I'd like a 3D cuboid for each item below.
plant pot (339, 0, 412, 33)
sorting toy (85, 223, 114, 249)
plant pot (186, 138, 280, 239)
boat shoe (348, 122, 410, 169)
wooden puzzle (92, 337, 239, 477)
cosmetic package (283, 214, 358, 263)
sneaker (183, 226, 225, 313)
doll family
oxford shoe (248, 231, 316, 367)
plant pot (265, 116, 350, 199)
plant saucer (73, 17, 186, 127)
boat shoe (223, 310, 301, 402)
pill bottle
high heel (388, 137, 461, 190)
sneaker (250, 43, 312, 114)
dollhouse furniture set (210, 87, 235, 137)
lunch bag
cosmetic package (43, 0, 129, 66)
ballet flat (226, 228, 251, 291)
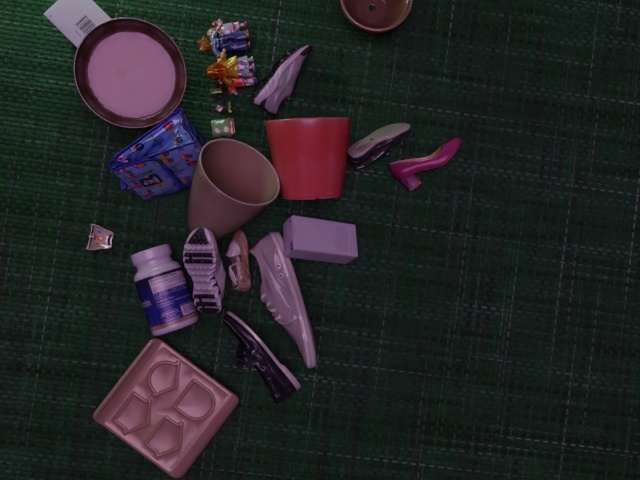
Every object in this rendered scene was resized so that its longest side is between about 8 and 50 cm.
[{"bbox_3d":[0.177,-0.786,1.922,0.238,0.110,0.237,0,89,-3],"label":"plant pot"},{"bbox_3d":[-0.709,-0.006,1.887,0.075,0.045,0.083,11,87,-10],"label":"sorting toy"},{"bbox_3d":[-0.302,-0.126,1.792,0.256,0.256,0.274,42,129,-1],"label":"plant pot"},{"bbox_3d":[0.198,-0.317,1.938,0.233,0.084,0.079,-32,128,-10],"label":"boat shoe"},{"bbox_3d":[-0.487,0.530,1.868,0.348,0.080,0.322,37,87,-6],"label":"wooden puzzle"},{"bbox_3d":[0.000,0.000,1.847,0.231,0.085,0.117,8,66,-26],"label":"cosmetic package"},{"bbox_3d":[-0.350,0.082,1.818,0.110,0.118,0.292,7,120,13],"label":"sneaker"},{"bbox_3d":[-0.304,-0.606,1.885,0.163,0.118,0.262,-10,89,-3],"label":"doll family"},{"bbox_3d":[-0.117,0.194,1.852,0.130,0.169,0.449,-19,82,-6],"label":"oxford shoe"},{"bbox_3d":[-0.033,-0.257,1.832,0.275,0.275,0.243,-4,99,-3],"label":"plant pot"},{"bbox_3d":[-0.550,-0.484,1.701,0.311,0.050,0.310,-2,98,-15],"label":"plant saucer"},{"bbox_3d":[-0.211,0.378,1.859,0.113,0.127,0.340,-42,100,-15],"label":"boat shoe"},{"bbox_3d":[-0.494,0.153,1.837,0.153,0.153,0.264,-19,89,-3],"label":"pill bottle"},{"bbox_3d":[0.346,-0.283,1.932,0.244,0.082,0.117,-40,101,9],"label":"high heel"},{"bbox_3d":[-0.114,-0.533,1.917,0.108,0.100,0.271,40,83,-26],"label":"sneaker"},{"bbox_3d":[-0.325,-0.415,1.909,0.076,0.058,0.151,-6,89,-3],"label":"dollhouse furniture set"},{"bbox_3d":[-0.495,-0.241,1.810,0.293,0.221,0.138,-27,68,1],"label":"lunch bag"},{"bbox_3d":[-0.688,-0.623,1.812,0.224,0.225,0.138,45,85,-1],"label":"cosmetic package"},{"bbox_3d":[-0.267,0.066,1.887,0.067,0.073,0.206,-7,87,-47],"label":"ballet flat"}]
